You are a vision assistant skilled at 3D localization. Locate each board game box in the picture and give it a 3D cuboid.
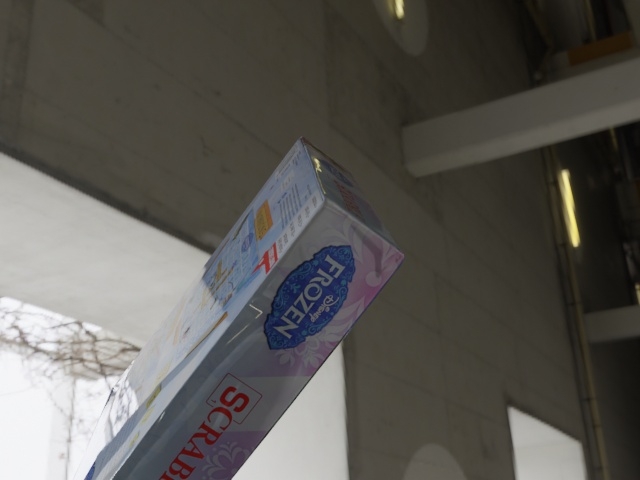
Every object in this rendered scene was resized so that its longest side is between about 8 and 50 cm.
[{"bbox_3d":[-0.078,0.079,0.650,0.066,0.318,0.319,36,-171,-11],"label":"board game box"}]
